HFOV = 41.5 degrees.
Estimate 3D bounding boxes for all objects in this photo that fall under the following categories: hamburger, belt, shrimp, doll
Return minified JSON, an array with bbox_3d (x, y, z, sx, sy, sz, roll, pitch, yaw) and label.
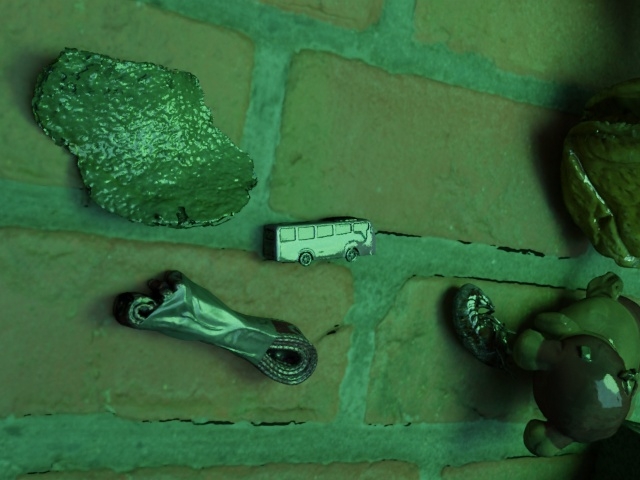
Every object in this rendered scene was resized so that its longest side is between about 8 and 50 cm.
[{"bbox_3d":[0.436,-0.082,1.048,0.144,0.283,0.259,-48,128,-32],"label":"hamburger"},{"bbox_3d":[-0.102,0.092,0.896,0.232,0.053,0.071,24,94,-31],"label":"belt"},{"bbox_3d":[0.216,0.125,1.088,0.065,0.057,0.165,-52,122,-20],"label":"shrimp"},{"bbox_3d":[0.339,0.162,1.097,0.256,0.152,0.196,-28,145,-53],"label":"doll"}]

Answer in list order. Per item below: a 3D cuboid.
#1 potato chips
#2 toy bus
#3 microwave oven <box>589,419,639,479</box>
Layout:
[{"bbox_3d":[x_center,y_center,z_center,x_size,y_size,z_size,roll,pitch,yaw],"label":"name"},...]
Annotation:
[{"bbox_3d":[-0.164,-0.102,0.823,0.167,0.059,0.228,-47,113,-22],"label":"potato chips"},{"bbox_3d":[0.000,0.000,0.950,0.131,0.037,0.052,-5,96,-29],"label":"toy bus"},{"bbox_3d":[0.499,0.505,1.142,0.236,0.374,0.431,15,93,-9],"label":"microwave oven"}]
